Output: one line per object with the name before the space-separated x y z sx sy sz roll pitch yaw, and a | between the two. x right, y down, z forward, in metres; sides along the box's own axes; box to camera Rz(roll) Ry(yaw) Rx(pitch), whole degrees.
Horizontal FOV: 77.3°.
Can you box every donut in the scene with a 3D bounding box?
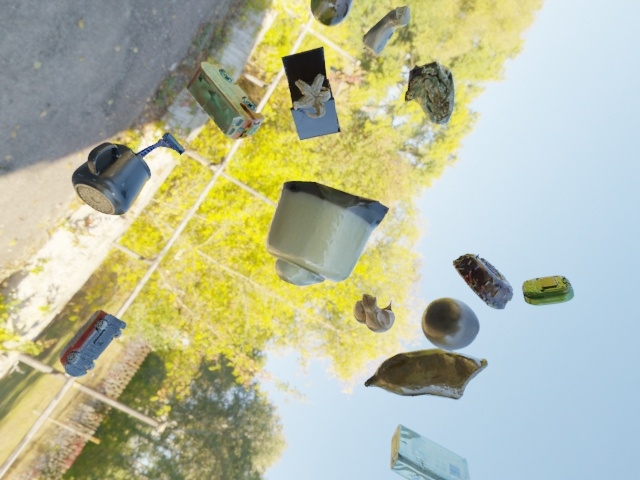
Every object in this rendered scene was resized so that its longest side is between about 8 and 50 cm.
donut | 0.567 0.133 1.375 0.096 0.230 0.216 -47 -145 19

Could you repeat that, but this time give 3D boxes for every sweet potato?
sweet potato | 0.321 0.411 1.242 0.158 0.370 0.158 1 90 -81

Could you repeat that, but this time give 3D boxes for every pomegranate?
pomegranate | 0.021 -0.917 1.508 0.180 0.210 0.180 -54 -164 24

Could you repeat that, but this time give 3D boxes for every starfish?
starfish | -0.027 -0.489 1.348 0.209 0.150 0.053 -43 177 -38

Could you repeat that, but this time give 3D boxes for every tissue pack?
tissue pack | 0.369 0.762 1.360 0.177 0.263 0.089 -40 153 -74

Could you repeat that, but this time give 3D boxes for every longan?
longan | 0.595 0.383 1.840 0.258 0.258 0.258 -55 -170 14

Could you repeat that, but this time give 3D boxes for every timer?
timer | 0.659 0.143 1.166 0.128 0.047 0.140 -14 -169 25

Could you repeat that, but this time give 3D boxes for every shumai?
shumai | 0.323 -0.437 1.201 0.184 0.142 0.184 -2 90 -78

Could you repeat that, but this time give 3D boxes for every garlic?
garlic | 0.188 0.261 1.437 0.174 0.099 0.124 10 -97 54

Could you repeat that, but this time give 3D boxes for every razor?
razor | -0.624 -0.272 1.361 0.324 0.093 0.056 -25 -123 8

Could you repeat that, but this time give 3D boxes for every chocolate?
chocolate | 0.000 0.000 1.225 0.314 0.326 0.297 167 -65 -79

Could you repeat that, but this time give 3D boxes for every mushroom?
mushroom | 0.251 -0.813 1.545 0.278 0.099 0.096 -13 -129 64

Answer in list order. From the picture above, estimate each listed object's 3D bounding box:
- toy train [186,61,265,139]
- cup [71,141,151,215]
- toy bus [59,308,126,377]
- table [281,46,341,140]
toy train | -0.214 -0.310 0.890 0.072 0.188 0.099 -40 -179 34
cup | -0.587 -0.189 1.131 0.176 0.169 0.223 -63 179 -36
toy bus | -0.612 0.270 1.065 0.174 0.077 0.079 -55 148 -21
table | -0.036 -0.610 1.695 0.282 0.196 0.250 66 14 -77
